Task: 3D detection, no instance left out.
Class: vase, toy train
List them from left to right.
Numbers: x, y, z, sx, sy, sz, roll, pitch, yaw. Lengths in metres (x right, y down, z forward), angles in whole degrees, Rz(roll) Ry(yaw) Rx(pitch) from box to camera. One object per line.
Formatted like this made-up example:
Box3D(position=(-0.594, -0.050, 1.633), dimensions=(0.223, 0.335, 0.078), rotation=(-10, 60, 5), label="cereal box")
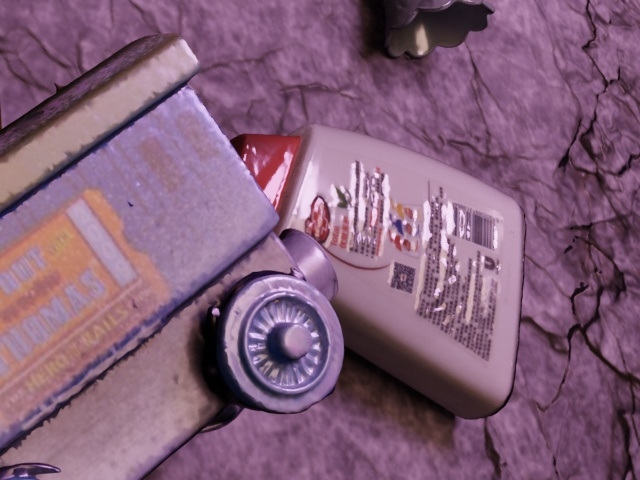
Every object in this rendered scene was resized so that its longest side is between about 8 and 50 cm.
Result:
Box3D(position=(-0.131, 0.049, 0.747), dimensions=(0.300, 0.131, 0.202), rotation=(-39, 101, -30), label="toy train")
Box3D(position=(0.061, -0.210, 1.086), dimensions=(0.081, 0.081, 0.148), rotation=(-4, 71, -40), label="vase")

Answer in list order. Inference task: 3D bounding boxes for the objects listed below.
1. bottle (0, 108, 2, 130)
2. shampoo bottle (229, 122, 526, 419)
Box3D(position=(-0.220, -0.179, 0.836), dimensions=(0.082, 0.082, 0.286), rotation=(7, 66, -37), label="bottle")
Box3D(position=(0.000, 0.000, 0.946), dimensions=(0.284, 0.071, 0.153), rotation=(20, 67, -28), label="shampoo bottle")
